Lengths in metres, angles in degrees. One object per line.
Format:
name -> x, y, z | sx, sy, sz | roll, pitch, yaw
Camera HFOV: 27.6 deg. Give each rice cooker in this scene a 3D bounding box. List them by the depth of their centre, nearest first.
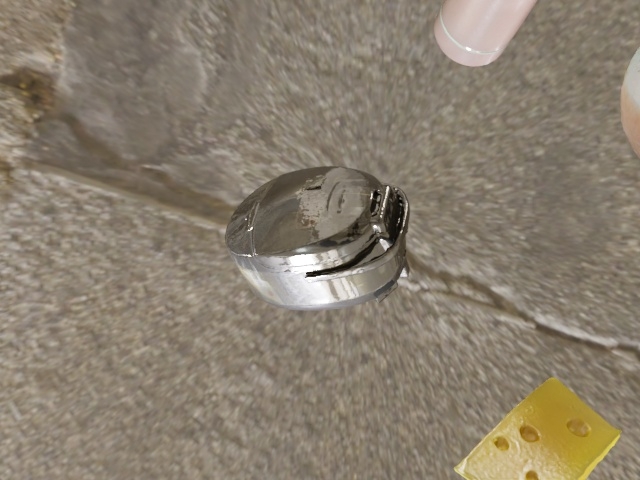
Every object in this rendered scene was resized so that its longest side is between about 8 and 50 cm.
rice cooker -> 0.000, 0.000, 1.144 | 0.165, 0.106, 0.112 | 0, 48, 19

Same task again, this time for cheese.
cheese -> 0.196, 0.223, 1.253 | 0.093, 0.171, 0.126 | 40, 117, 17

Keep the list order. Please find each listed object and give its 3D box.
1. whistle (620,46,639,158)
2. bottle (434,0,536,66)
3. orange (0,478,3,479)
whistle -> 0.382, -0.101, 1.215 | 0.189, 0.348, 0.189 | 0, 130, 0
bottle -> 0.113, -0.163, 0.821 | 0.053, 0.140, 0.053 | 5, 66, -11
orange -> -0.166, 0.152, 0.343 | 0.237, 0.158, 0.179 | -36, 88, -17
